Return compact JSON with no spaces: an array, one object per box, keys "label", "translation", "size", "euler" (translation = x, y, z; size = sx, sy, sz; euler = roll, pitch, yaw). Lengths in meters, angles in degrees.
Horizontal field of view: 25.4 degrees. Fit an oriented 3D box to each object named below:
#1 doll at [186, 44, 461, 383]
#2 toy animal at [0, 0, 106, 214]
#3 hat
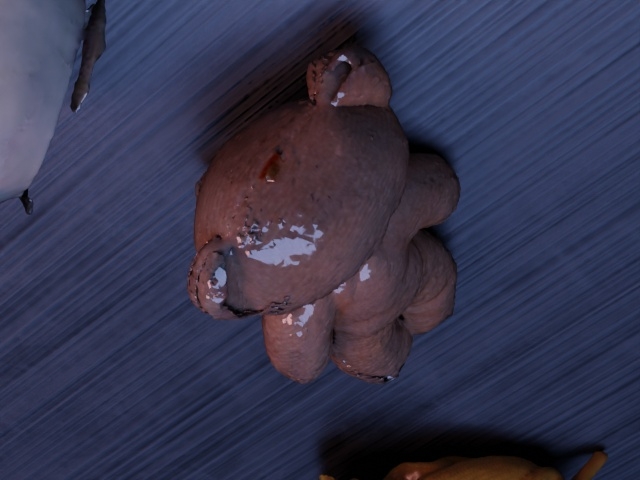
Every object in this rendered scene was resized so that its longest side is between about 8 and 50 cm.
[{"label":"doll","translation":[0.000,0.000,1.016],"size":[0.201,0.156,0.303],"euler":[-53,151,-10]},{"label":"toy animal","translation":[-0.293,-0.115,0.807],"size":[0.310,0.183,0.247],"euler":[13,98,-21]},{"label":"hat","translation":[0.160,0.248,1.267],"size":[0.233,0.244,0.233],"euler":[-33,168,-14]}]
